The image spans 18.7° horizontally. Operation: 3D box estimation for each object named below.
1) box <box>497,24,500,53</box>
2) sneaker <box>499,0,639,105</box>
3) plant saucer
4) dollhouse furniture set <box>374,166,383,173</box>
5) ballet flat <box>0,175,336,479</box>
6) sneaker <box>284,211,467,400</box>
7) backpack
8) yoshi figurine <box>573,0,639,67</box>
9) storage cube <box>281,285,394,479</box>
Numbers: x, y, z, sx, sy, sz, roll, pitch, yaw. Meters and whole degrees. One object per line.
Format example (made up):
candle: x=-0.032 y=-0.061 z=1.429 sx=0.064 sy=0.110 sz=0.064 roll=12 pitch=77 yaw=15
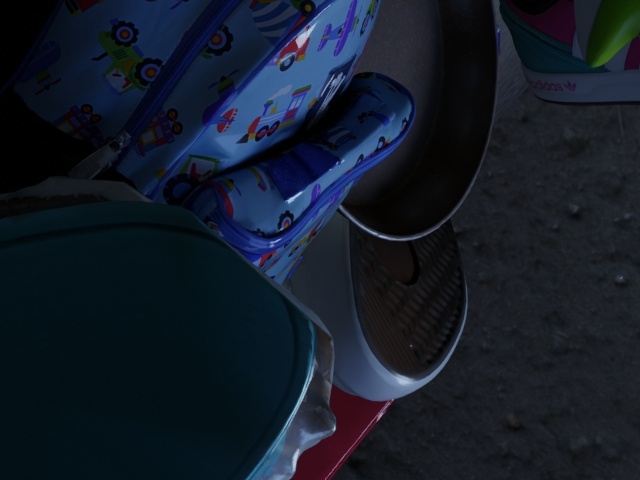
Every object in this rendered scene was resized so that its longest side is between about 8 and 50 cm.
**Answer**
box: x=0.040 y=-0.098 z=1.197 sx=0.137 sy=0.072 sz=0.126 roll=-45 pitch=175 yaw=3
sneaker: x=0.209 y=-0.187 z=1.223 sx=0.124 sy=0.178 sz=0.295 roll=-43 pitch=-156 yaw=-30
plant saucer: x=0.023 y=-0.083 z=0.826 sx=0.029 sy=0.168 sz=0.168 roll=-2 pitch=-156 yaw=35
dollhouse furniture set: x=0.006 y=-0.062 z=0.915 sx=0.081 sy=0.114 sz=0.091 roll=-60 pitch=150 yaw=-5
ballet flat: x=-0.188 y=0.112 z=0.556 sx=0.409 sy=0.147 sz=0.147 roll=-31 pitch=174 yaw=-9
sneaker: x=0.000 y=0.000 z=1.012 sx=0.123 sy=0.106 sz=0.290 roll=-31 pitch=-153 yaw=19
backpack: x=-0.036 y=-0.053 z=0.627 sx=0.173 sy=0.117 sz=0.158 roll=-51 pitch=174 yaw=31
yoshi figurine: x=0.267 y=-0.147 z=0.937 sx=0.203 sy=0.362 sz=0.203 roll=-41 pitch=174 yaw=-37
storage cube: x=-0.071 y=0.159 z=1.690 sx=0.193 sy=0.215 sz=0.184 roll=-50 pitch=177 yaw=-19
